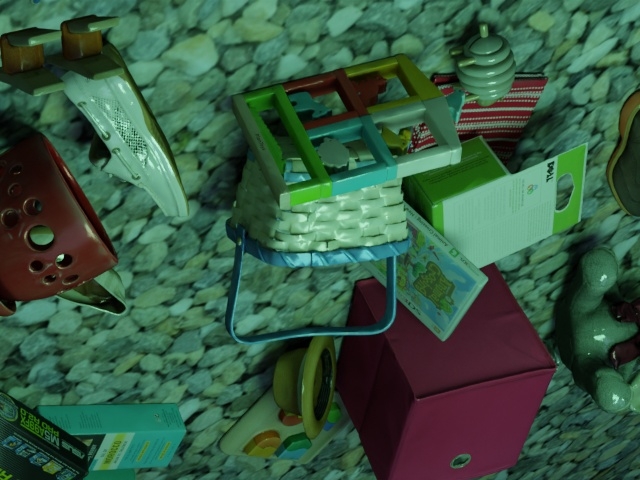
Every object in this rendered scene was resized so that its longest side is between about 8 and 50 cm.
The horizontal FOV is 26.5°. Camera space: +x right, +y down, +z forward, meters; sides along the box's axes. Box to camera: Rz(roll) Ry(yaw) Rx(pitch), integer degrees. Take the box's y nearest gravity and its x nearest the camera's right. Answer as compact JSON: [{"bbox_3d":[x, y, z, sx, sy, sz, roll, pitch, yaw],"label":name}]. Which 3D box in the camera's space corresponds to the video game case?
[{"bbox_3d":[0.143,0.040,2.010,0.023,0.193,0.212,-41,168,-26],"label":"video game case"}]

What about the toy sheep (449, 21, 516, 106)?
[{"bbox_3d":[0.223,-0.239,1.858,0.091,0.091,0.132,-19,135,-10],"label":"toy sheep"}]

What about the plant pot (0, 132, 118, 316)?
[{"bbox_3d":[-0.367,-0.010,1.680,0.174,0.191,0.191,-32,142,-2],"label":"plant pot"}]

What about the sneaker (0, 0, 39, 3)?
[{"bbox_3d":[-0.384,-0.286,1.454,0.211,0.080,0.081,-5,134,-24],"label":"sneaker"}]

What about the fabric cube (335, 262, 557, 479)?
[{"bbox_3d":[0.196,0.220,2.226,0.254,0.259,0.258,-9,139,-20],"label":"fabric cube"}]

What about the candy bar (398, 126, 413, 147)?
[{"bbox_3d":[0.117,-0.143,1.864,0.018,0.161,0.040,7,103,4],"label":"candy bar"}]

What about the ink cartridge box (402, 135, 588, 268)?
[{"bbox_3d":[0.260,-0.065,2.021,0.255,0.097,0.189,-23,141,-13],"label":"ink cartridge box"}]

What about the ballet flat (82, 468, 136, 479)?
[{"bbox_3d":[-0.409,0.384,2.235,0.213,0.072,0.068,8,158,-35],"label":"ballet flat"}]

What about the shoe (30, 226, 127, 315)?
[{"bbox_3d":[-0.341,0.045,1.875,0.076,0.058,0.219,-38,141,14],"label":"shoe"}]

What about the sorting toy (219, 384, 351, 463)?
[{"bbox_3d":[-0.046,0.327,2.387,0.208,0.038,0.193,18,124,-42],"label":"sorting toy"}]

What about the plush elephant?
[{"bbox_3d":[0.555,0.168,2.382,0.255,0.272,0.330,-4,167,-7],"label":"plush elephant"}]

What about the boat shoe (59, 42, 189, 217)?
[{"bbox_3d":[-0.247,-0.123,1.713,0.096,0.098,0.277,-25,133,-1],"label":"boat shoe"}]

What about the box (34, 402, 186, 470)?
[{"bbox_3d":[-0.347,0.316,2.182,0.244,0.060,0.100,3,133,-32],"label":"box"}]

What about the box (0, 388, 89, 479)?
[{"bbox_3d":[-0.515,0.321,2.032,0.216,0.060,0.270,-34,128,17],"label":"box"}]

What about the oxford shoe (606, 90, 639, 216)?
[{"bbox_3d":[0.519,-0.115,2.157,0.097,0.098,0.271,-22,142,-6],"label":"oxford shoe"}]

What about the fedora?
[{"bbox_3d":[-0.029,0.231,2.223,0.079,0.194,0.194,6,143,14],"label":"fedora"}]

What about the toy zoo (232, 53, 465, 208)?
[{"bbox_3d":[0.053,-0.151,1.770,0.293,0.192,0.030,-16,142,-15],"label":"toy zoo"}]

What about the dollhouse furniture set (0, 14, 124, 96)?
[{"bbox_3d":[-0.334,-0.284,1.373,0.259,0.135,0.262,-23,122,-40],"label":"dollhouse furniture set"}]

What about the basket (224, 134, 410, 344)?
[{"bbox_3d":[0.000,0.000,1.880,0.254,0.201,0.289,-2,105,-27],"label":"basket"}]

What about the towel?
[{"bbox_3d":[0.208,-0.132,2.014,0.198,0.031,0.275,-5,137,-27],"label":"towel"}]
